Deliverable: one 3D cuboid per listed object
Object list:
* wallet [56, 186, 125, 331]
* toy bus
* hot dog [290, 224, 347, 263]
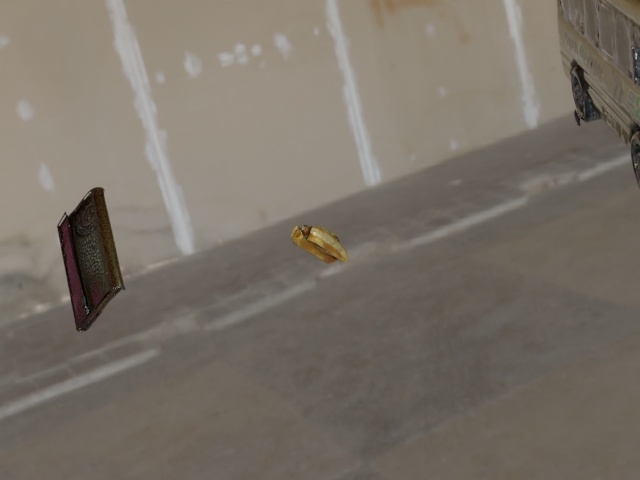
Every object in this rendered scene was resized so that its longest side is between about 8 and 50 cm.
[{"bbox_3d":[-0.416,0.029,1.872,0.133,0.039,0.243,-42,47,27],"label":"wallet"},{"bbox_3d":[0.329,-0.184,0.953,0.177,0.201,0.365,-13,25,3],"label":"toy bus"},{"bbox_3d":[0.000,0.000,1.471,0.056,0.041,0.133,-3,-18,25],"label":"hot dog"}]
